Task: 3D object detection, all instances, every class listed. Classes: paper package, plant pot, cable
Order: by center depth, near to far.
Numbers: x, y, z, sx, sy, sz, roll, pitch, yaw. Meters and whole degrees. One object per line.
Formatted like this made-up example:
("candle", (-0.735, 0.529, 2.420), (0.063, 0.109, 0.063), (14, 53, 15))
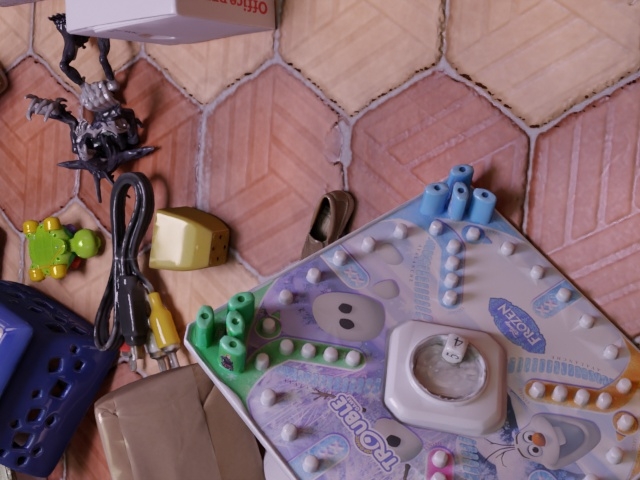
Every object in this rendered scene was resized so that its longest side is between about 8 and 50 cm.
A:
("paper package", (-0.158, 0.310, 1.356), (0.325, 0.168, 0.310), (142, 112, -77))
("plant pot", (-0.171, 0.002, 1.518), (0.083, 0.081, 0.081), (12, 100, 25))
("cable", (-0.266, 0.050, 1.600), (0.139, 0.072, 0.287), (-8, 85, 38))
("plant pot", (-0.480, 0.187, 1.638), (0.236, 0.212, 0.236), (28, 89, 31))

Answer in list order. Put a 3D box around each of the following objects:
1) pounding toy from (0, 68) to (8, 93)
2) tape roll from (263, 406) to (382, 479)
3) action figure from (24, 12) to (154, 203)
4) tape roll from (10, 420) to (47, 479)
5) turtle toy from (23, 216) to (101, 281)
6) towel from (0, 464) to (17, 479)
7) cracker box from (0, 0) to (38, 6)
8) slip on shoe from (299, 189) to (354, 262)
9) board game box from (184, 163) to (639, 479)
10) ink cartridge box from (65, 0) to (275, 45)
("pounding toy", (-0.577, -0.228, 1.815), (0.154, 0.155, 0.270), (8, 108, 8))
("tape roll", (0.084, 0.239, 1.235), (0.246, 0.246, 0.169), (51, 119, 23))
("action figure", (-0.332, -0.194, 1.591), (0.164, 0.141, 0.276), (-9, 85, 25))
("tape roll", (-0.601, 0.417, 1.866), (0.392, 0.072, 0.392), (3, 95, 37))
("turtle toy", (-0.388, 0.010, 1.686), (0.130, 0.066, 0.095), (-7, 90, 36))
("towel", (-0.498, 0.408, 1.729), (0.110, 0.027, 0.148), (-20, 81, 36))
("cracker box", (-0.435, -0.445, 1.697), (0.232, 0.067, 0.156), (0, 93, 36))
("slip on shoe", (0.000, 0.000, 1.410), (0.051, 0.041, 0.135), (36, 113, 30))
("board game box", (0.128, 0.128, 1.125), (0.390, 0.390, 0.050), (48, 151, 25))
("ink cartridge box", (-0.195, -0.399, 1.438), (0.197, 0.198, 0.270), (0, 93, 36))
